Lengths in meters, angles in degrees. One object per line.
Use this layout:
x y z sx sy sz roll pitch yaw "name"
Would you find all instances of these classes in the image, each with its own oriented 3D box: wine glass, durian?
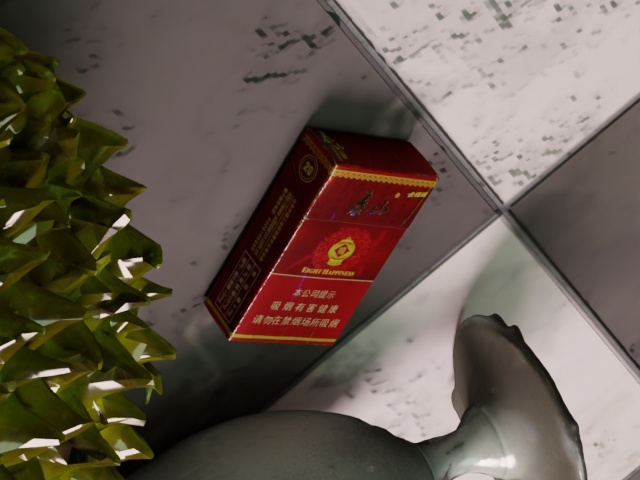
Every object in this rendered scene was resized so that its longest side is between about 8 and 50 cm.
-0.011 0.112 0.755 0.222 0.103 0.103 -21 141 -19 "wine glass"
-0.172 0.086 0.582 0.352 0.169 0.158 -45 170 13 "durian"

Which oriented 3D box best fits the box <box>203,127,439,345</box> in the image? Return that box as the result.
0.000 0.000 0.705 0.051 0.023 0.082 5 127 -43 "box"
